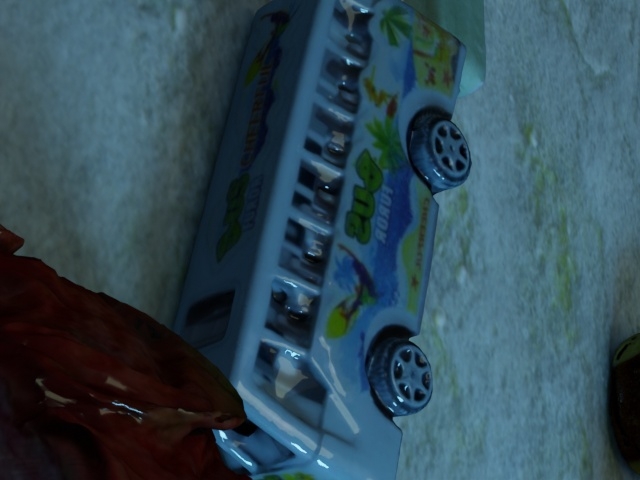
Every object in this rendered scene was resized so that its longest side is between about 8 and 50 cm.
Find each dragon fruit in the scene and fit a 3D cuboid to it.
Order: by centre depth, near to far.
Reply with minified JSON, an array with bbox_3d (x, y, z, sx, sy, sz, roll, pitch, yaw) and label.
[{"bbox_3d":[-0.138,0.122,0.712,0.240,0.302,0.330,-26,84,-22],"label":"dragon fruit"}]

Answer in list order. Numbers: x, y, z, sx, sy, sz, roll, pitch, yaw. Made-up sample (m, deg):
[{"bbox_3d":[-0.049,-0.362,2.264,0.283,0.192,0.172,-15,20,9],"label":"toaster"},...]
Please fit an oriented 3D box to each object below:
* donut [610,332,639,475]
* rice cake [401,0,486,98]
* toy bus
[{"bbox_3d":[0.288,0.136,1.364,0.140,0.059,0.140,23,61,-49],"label":"donut"},{"bbox_3d":[0.077,-0.225,1.137,0.127,0.043,0.237,34,54,-45],"label":"rice cake"},{"bbox_3d":[0.000,0.000,0.978,0.136,0.109,0.329,33,53,-32],"label":"toy bus"}]
